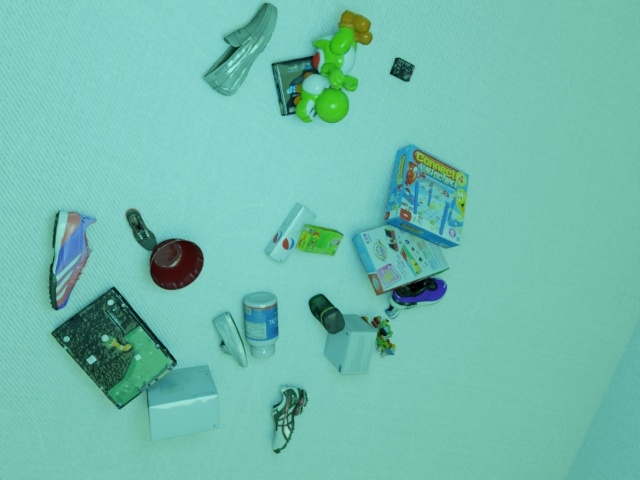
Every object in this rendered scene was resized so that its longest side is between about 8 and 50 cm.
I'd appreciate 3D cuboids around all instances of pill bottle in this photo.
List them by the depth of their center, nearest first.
[{"bbox_3d":[-0.215,0.311,1.850,0.124,0.124,0.221,-7,109,-20],"label":"pill bottle"}]

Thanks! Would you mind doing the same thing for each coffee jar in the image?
[{"bbox_3d":[0.023,0.276,1.901,0.079,0.184,0.096,-26,113,-13],"label":"coffee jar"}]

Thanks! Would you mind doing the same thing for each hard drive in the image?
[{"bbox_3d":[-0.672,0.354,1.673,0.237,0.064,0.339,-38,101,-8],"label":"hard drive"}]

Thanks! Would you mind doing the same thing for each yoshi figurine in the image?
[{"bbox_3d":[0.064,-0.526,1.629,0.203,0.203,0.362,26,96,-33],"label":"yoshi figurine"}]

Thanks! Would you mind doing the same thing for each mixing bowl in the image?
[{"bbox_3d":[-0.488,0.064,1.671,0.181,0.098,0.181,-18,122,-31],"label":"mixing bowl"}]

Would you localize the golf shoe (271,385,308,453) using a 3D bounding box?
[{"bbox_3d":[-0.150,0.707,2.018,0.120,0.105,0.273,23,90,-10],"label":"golf shoe"}]

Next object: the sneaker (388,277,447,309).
[{"bbox_3d":[0.418,0.184,2.031,0.293,0.102,0.146,-12,137,-34],"label":"sneaker"}]

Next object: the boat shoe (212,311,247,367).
[{"bbox_3d":[-0.331,0.371,1.853,0.081,0.079,0.227,-20,107,-6],"label":"boat shoe"}]

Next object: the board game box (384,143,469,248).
[{"bbox_3d":[0.410,-0.162,1.918,0.308,0.086,0.302,21,70,-26],"label":"board game box"}]

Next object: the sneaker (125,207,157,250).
[{"bbox_3d":[-0.581,-0.027,1.637,0.061,0.065,0.158,-32,114,-11],"label":"sneaker"}]

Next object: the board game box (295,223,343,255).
[{"bbox_3d":[0.000,0.000,1.846,0.181,0.043,0.092,10,108,-50],"label":"board game box"}]

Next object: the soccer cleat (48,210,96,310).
[{"bbox_3d":[-0.771,0.068,1.569,0.116,0.108,0.318,5,100,-27],"label":"soccer cleat"}]

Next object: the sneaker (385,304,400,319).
[{"bbox_3d":[0.320,0.261,2.092,0.058,0.052,0.135,40,88,-22],"label":"sneaker"}]

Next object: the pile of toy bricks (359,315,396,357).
[{"bbox_3d":[0.255,0.370,2.079,0.212,0.118,0.105,55,49,-16],"label":"pile of toy bricks"}]

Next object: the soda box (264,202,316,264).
[{"bbox_3d":[-0.109,-0.025,1.822,0.069,0.074,0.216,34,91,-27],"label":"soda box"}]

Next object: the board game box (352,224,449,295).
[{"bbox_3d":[0.306,0.049,1.922,0.316,0.064,0.242,-15,74,-27],"label":"board game box"}]

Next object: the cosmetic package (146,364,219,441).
[{"bbox_3d":[-0.482,0.556,1.756,0.224,0.225,0.138,-4,107,-21],"label":"cosmetic package"}]

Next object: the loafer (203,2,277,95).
[{"bbox_3d":[-0.246,-0.607,1.580,0.111,0.112,0.319,30,93,-35],"label":"loafer"}]

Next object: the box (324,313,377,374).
[{"bbox_3d":[0.114,0.402,1.977,0.119,0.182,0.181,5,103,-25],"label":"box"}]

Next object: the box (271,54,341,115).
[{"bbox_3d":[-0.043,-0.530,1.716,0.220,0.051,0.175,-16,110,-18],"label":"box"}]

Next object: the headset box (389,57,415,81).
[{"bbox_3d":[0.301,-0.618,1.840,0.083,0.032,0.062,16,99,-26],"label":"headset box"}]
